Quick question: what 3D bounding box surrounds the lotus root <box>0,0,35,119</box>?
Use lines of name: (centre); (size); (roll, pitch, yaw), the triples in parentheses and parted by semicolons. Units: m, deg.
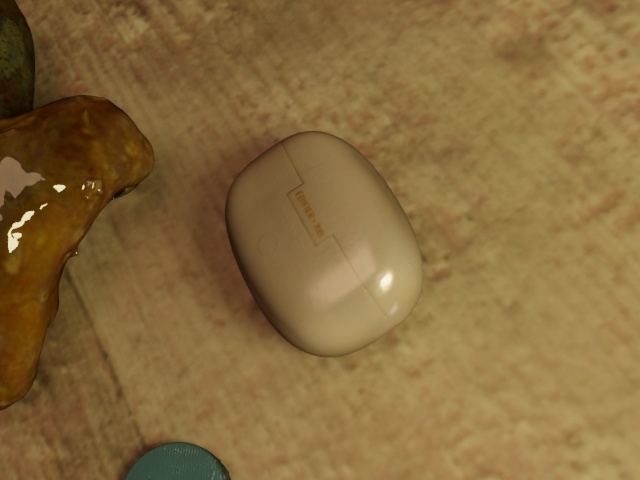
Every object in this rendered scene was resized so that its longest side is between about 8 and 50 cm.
lotus root: (-0.395, -0.167, 0.926); (0.160, 0.152, 0.275); (4, 63, -21)

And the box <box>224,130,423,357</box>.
box: (0.000, 0.000, 0.718); (0.146, 0.088, 0.200); (-34, 60, 7)

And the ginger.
ginger: (-0.296, -0.004, 0.818); (0.321, 0.172, 0.165); (-61, 19, -6)

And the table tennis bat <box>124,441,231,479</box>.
table tennis bat: (-0.105, 0.222, 0.713); (0.155, 0.019, 0.100); (0, 68, 27)
